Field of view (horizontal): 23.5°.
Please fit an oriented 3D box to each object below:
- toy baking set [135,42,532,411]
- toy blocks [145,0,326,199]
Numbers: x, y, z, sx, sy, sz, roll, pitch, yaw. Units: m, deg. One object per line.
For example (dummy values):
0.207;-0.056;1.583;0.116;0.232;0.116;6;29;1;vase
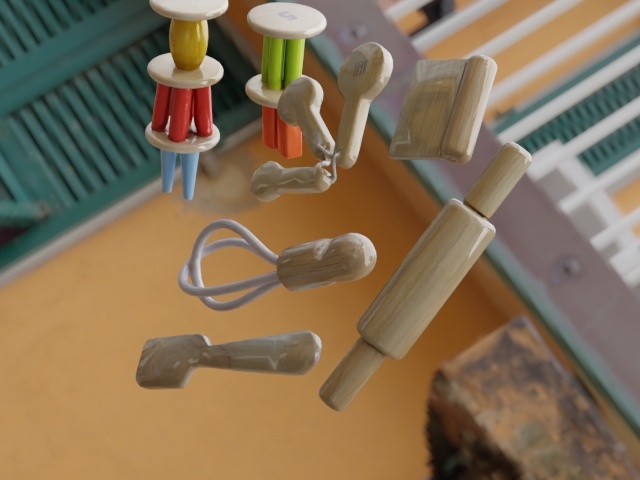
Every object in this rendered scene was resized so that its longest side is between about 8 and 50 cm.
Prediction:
0.004;0.002;0.836;0.030;0.256;0.197;32;2;-39;toy baking set
-0.060;-0.091;1.053;0.123;0.054;0.148;13;-59;12;toy blocks
